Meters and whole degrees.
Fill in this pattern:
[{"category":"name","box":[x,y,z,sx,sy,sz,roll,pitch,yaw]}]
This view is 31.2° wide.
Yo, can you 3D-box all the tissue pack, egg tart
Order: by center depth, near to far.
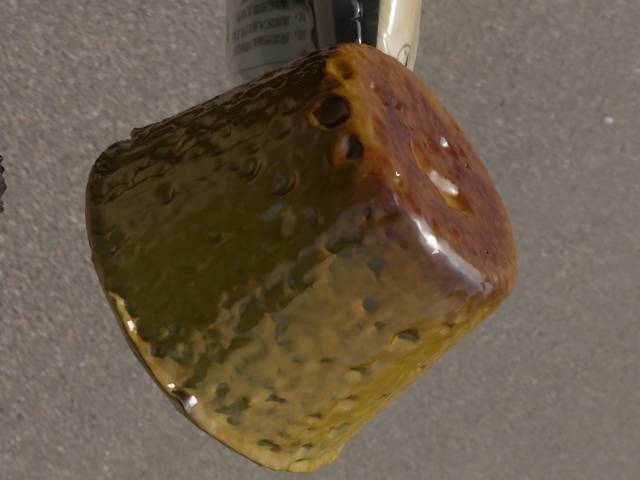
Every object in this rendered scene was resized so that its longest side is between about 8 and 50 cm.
[{"category":"egg tart","box":[0.000,0.000,0.569,0.147,0.203,0.202,-33,139,26]},{"category":"tissue pack","box":[0.005,-0.263,1.149,0.195,0.375,0.390,5,87,-8]}]

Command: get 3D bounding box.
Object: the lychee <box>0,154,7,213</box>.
[{"category":"lychee","box":[-0.471,-0.055,1.187,0.275,0.276,0.304,16,144,-41]}]
